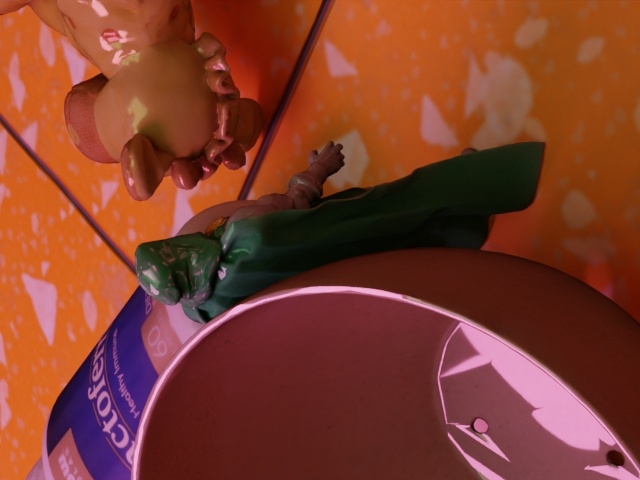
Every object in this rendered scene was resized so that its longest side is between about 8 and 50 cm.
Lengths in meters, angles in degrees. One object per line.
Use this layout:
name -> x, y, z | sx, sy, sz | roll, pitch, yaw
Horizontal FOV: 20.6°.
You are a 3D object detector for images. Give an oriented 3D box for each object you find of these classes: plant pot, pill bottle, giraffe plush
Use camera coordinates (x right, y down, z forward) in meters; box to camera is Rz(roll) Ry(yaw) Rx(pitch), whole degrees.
plant pot -> 0.077, 0.117, 0.858 | 0.284, 0.191, 0.284 | 12, 117, 25
pill bottle -> -0.076, 0.110, 1.059 | 0.153, 0.153, 0.265 | 56, 132, 21
giraffe plush -> -0.105, -0.116, 1.038 | 0.210, 0.181, 0.171 | 8, 117, 62

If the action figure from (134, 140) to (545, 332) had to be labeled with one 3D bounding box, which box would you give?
action figure -> 0.000, 0.000, 0.901 | 0.063, 0.232, 0.137 | 50, 129, 26
